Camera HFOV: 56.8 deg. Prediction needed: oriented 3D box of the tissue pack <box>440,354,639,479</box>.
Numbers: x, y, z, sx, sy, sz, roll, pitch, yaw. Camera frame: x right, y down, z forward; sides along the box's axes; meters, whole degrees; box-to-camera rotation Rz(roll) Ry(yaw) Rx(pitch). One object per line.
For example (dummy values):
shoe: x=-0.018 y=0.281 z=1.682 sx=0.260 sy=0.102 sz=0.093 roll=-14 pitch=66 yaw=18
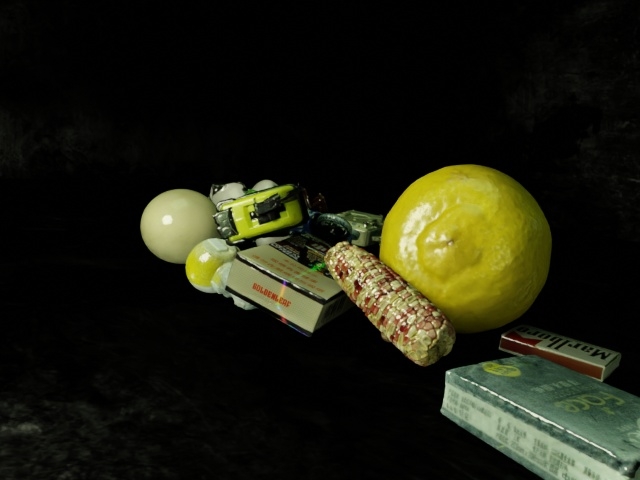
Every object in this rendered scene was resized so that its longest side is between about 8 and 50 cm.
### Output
tissue pack: x=0.302 y=0.222 z=0.714 sx=0.185 sy=0.081 sz=0.257 roll=-1 pitch=11 yaw=-32

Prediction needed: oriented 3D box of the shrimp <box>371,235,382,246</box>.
shrimp: x=0.263 y=0.012 z=1.947 sx=0.217 sy=0.051 sz=0.150 roll=12 pitch=6 yaw=-11

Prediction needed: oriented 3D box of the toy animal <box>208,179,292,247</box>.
toy animal: x=-0.198 y=-0.076 z=1.729 sx=0.266 sy=0.213 sz=0.212 roll=-3 pitch=12 yaw=-9

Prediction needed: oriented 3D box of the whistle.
whistle: x=-0.200 y=0.080 z=1.227 sx=0.123 sy=0.123 sz=0.223 roll=-6 pitch=37 yaw=-48

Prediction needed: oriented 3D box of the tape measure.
tape measure: x=-0.115 y=-0.052 z=1.244 sx=0.186 sy=0.112 sz=0.199 roll=-18 pitch=3 yaw=2

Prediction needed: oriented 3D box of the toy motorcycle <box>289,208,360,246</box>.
toy motorcycle: x=0.000 y=0.000 z=1.445 sx=0.168 sy=0.113 sz=0.315 roll=19 pitch=-22 yaw=10

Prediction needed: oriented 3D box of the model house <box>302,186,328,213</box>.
model house: x=-0.073 y=-0.117 z=2.136 sx=0.203 sy=0.164 sz=0.141 roll=0 pitch=17 yaw=-39

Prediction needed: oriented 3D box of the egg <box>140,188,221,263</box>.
egg: x=-0.340 y=-0.035 z=1.475 sx=0.186 sy=0.186 sz=0.241 roll=8 pitch=3 yaw=14

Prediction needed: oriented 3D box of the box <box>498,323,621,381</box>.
box: x=0.421 y=0.196 z=1.043 sx=0.177 sy=0.036 sz=0.115 roll=14 pitch=14 yaw=39

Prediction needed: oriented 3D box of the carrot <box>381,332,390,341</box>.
carrot: x=0.139 y=0.166 z=1.077 sx=0.032 sy=0.032 sz=0.093 roll=12 pitch=7 yaw=30

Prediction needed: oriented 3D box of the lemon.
lemon: x=0.277 y=0.019 z=1.147 sx=0.347 sy=0.348 sz=0.348 roll=5 pitch=10 yaw=-1

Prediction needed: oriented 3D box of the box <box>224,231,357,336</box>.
box: x=-0.024 y=0.077 z=1.192 sx=0.198 sy=0.084 sz=0.310 roll=26 pitch=17 yaw=18

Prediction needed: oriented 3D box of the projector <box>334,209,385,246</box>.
projector: x=0.119 y=-0.049 z=2.071 sx=0.193 sy=0.088 sz=0.269 roll=12 pitch=12 yaw=18

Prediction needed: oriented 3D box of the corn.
corn: x=0.111 y=0.101 z=1.027 sx=0.098 sy=0.098 sz=0.290 roll=-4 pitch=34 yaw=-42
